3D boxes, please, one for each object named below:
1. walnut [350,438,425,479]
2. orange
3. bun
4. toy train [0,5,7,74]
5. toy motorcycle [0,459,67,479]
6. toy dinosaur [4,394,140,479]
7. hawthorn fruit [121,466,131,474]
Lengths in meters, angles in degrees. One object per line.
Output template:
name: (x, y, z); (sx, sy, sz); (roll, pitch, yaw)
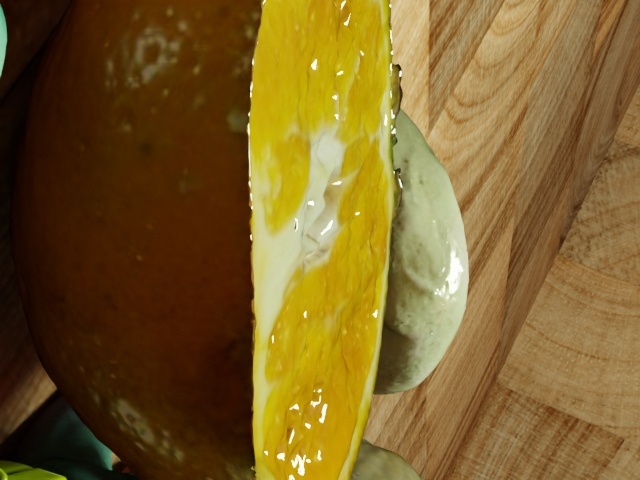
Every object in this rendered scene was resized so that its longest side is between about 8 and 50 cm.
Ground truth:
walnut: (-0.001, 0.277, 1.138); (0.248, 0.248, 0.248); (-57, 160, -33)
orange: (-0.027, -0.006, 0.652); (0.310, 0.274, 0.274); (57, 41, -14)
bun: (0.000, 0.000, 0.875); (0.116, 0.237, 0.209); (-7, 94, -30)
toy train: (-0.168, -0.090, 0.394); (0.248, 0.101, 0.159); (80, 20, -62)
toy motorcycle: (-0.187, 0.231, 0.468); (0.206, 0.142, 0.342); (60, 46, -56)
toy dinosaur: (-0.184, 0.205, 0.703); (0.331, 0.383, 0.129); (-8, 156, -29)
hawthorn fruit: (-0.099, 0.212, 0.929); (0.203, 0.163, 0.162); (-75, 176, -56)
